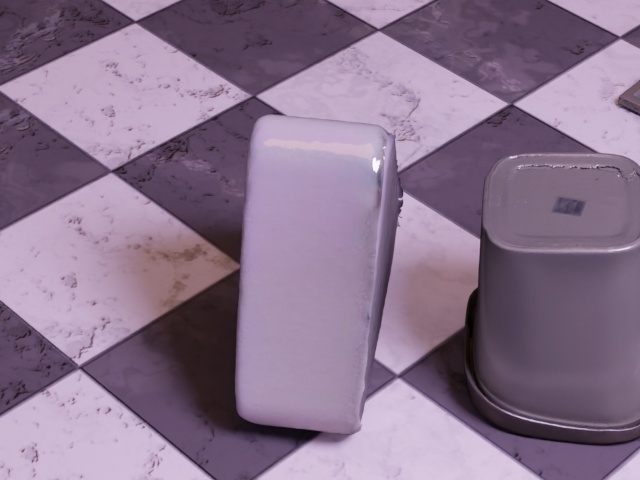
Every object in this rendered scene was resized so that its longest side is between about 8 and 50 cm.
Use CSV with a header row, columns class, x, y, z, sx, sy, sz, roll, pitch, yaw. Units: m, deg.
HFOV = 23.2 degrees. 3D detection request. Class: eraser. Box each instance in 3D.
class,x,y,z,sx,sy,sz,roll,pitch,yaw
eraser,0.000,0.000,1.668,0.150,0.331,0.331,8,41,6

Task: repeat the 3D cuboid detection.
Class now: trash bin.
class,x,y,z,sx,sy,sz,roll,pitch,yaw
trash bin,0.262,0.053,1.668,0.219,0.250,0.220,0,40,6

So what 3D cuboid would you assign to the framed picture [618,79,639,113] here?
class,x,y,z,sx,sy,sz,roll,pitch,yaw
framed picture,0.571,-0.213,2.175,0.209,0.019,0.281,28,46,26
